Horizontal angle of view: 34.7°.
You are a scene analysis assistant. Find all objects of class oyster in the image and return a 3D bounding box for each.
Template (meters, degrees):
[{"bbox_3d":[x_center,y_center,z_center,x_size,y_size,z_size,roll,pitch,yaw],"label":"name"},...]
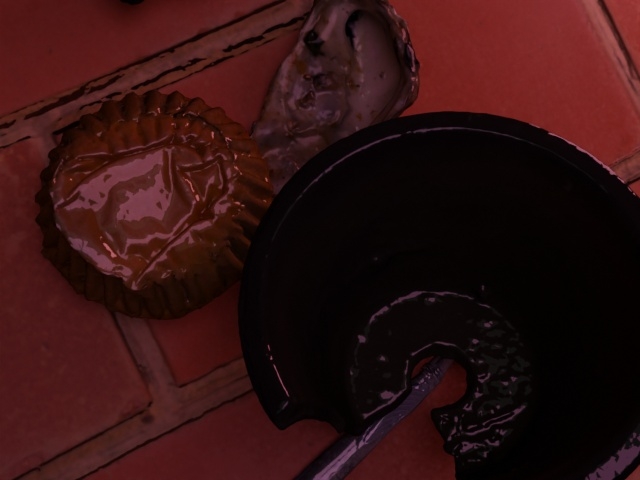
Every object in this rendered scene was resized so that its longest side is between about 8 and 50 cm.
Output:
[{"bbox_3d":[0.005,-0.154,1.104,0.166,0.094,0.294,37,86,9],"label":"oyster"}]

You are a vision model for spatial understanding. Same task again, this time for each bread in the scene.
[{"bbox_3d":[-0.159,-0.042,0.998,0.239,0.139,0.240,2,77,-7],"label":"bread"}]

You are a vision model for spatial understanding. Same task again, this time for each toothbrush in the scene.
[{"bbox_3d":[0.078,0.178,1.085,0.413,0.042,0.035,-41,93,-15],"label":"toothbrush"}]

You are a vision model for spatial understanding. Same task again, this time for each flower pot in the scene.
[{"bbox_3d":[0.127,0.090,0.965,0.379,0.251,0.380,-2,66,4],"label":"flower pot"}]

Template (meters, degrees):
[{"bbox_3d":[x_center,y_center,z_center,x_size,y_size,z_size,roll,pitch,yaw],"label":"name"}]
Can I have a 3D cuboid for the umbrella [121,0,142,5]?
[{"bbox_3d":[-0.081,-0.358,1.095,0.336,0.154,0.128,-43,54,0],"label":"umbrella"}]
